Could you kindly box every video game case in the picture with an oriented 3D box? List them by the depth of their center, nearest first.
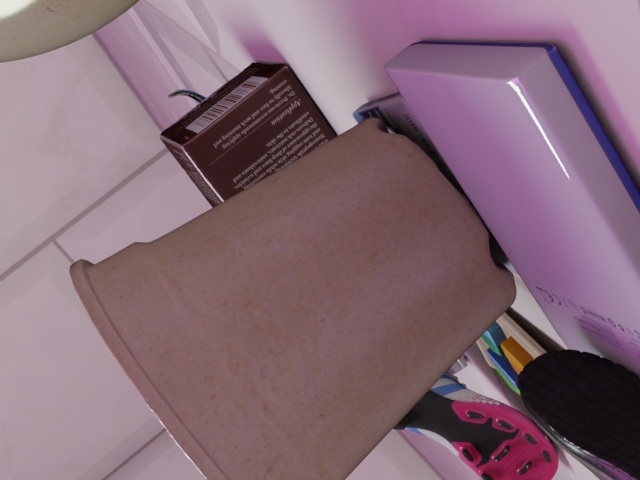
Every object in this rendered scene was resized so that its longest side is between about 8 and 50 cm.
[{"bbox_3d":[0.118,-0.054,0.942,0.201,0.023,0.183,51,172,-10],"label":"video game case"}]

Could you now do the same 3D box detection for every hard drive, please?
[{"bbox_3d":[0.182,-0.005,0.730,0.319,0.040,0.210,54,172,-21],"label":"hard drive"}]

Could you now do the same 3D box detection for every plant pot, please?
[{"bbox_3d":[-0.005,0.061,0.916,0.334,0.305,0.334,51,175,6],"label":"plant pot"}]

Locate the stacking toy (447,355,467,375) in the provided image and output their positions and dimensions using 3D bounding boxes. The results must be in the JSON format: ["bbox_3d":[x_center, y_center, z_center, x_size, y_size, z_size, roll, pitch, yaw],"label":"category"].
[{"bbox_3d":[0.144,0.133,1.581,0.167,0.052,0.221,53,174,-5],"label":"stacking toy"}]

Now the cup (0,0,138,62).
[{"bbox_3d":[-0.251,-0.325,0.902,0.237,0.331,0.331,10,146,37],"label":"cup"}]

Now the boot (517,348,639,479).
[{"bbox_3d":[0.241,0.201,0.741,0.246,0.083,0.161,39,149,48],"label":"boot"}]

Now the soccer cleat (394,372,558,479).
[{"bbox_3d":[0.191,0.235,1.410,0.331,0.116,0.143,28,-157,-10],"label":"soccer cleat"}]

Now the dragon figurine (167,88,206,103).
[{"bbox_3d":[-0.122,-0.151,1.621,0.144,0.085,0.289,41,172,43],"label":"dragon figurine"}]

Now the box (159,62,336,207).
[{"bbox_3d":[-0.074,-0.100,1.281,0.203,0.168,0.167,55,171,-20],"label":"box"}]

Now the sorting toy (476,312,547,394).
[{"bbox_3d":[0.235,0.149,1.147,0.208,0.038,0.193,42,168,49],"label":"sorting toy"}]
